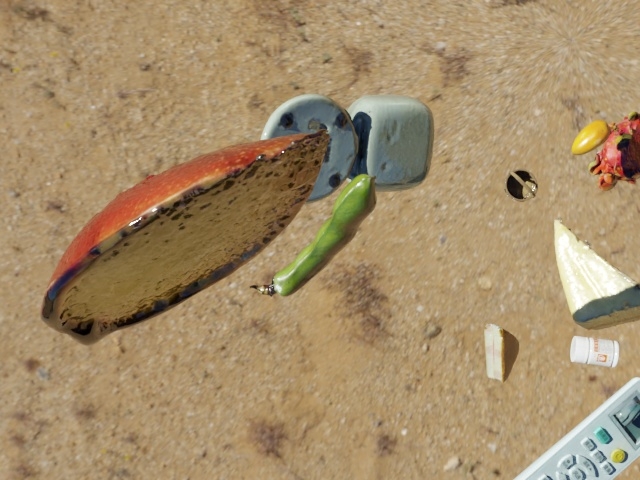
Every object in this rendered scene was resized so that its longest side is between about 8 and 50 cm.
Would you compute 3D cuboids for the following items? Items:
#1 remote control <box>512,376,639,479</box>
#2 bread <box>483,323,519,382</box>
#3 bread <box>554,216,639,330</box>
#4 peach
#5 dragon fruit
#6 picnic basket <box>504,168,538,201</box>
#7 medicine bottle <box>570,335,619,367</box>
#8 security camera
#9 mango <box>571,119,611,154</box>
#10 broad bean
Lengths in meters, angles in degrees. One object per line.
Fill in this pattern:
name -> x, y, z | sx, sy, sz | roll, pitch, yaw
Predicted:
remote control -> 0.374, 0.321, 1.233 | 0.293, 0.051, 0.103 | -40, 108, 1
bread -> 0.312, 0.183, 1.455 | 0.043, 0.062, 0.109 | 11, 117, 44
bread -> 0.462, 0.045, 1.355 | 0.135, 0.240, 0.178 | -19, 73, 23
peach -> -0.101, -0.016, 0.599 | 0.279, 0.189, 0.068 | -39, 77, 31
dragon fruit -> 0.656, -0.183, 1.823 | 0.133, 0.150, 0.207 | 10, 138, -17
picnic basket -> 0.400, -0.110, 1.688 | 0.072, 0.083, 0.072 | 0, 91, 7
medicine bottle -> 0.568, 0.230, 1.754 | 0.089, 0.057, 0.057 | 7, 105, 7
security camera -> 0.035, -0.140, 1.242 | 0.080, 0.302, 0.157 | 31, 121, 52
mango -> 0.530, -0.199, 1.663 | 0.089, 0.060, 0.046 | -43, 104, 3
broad bean -> 0.003, 0.000, 0.938 | 0.227, 0.069, 0.039 | -47, 60, 36
